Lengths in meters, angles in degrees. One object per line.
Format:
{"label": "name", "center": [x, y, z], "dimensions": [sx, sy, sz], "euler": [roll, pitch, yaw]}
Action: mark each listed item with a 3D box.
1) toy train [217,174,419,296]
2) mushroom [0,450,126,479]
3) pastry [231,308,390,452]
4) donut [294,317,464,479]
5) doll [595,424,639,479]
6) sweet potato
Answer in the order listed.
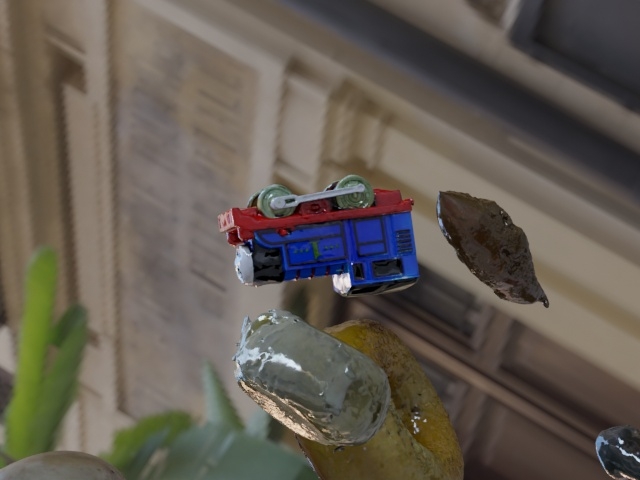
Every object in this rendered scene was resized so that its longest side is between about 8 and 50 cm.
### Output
{"label": "toy train", "center": [0.000, 0.000, 1.835], "dimensions": [0.083, 0.204, 0.131], "euler": [164, 99, -75]}
{"label": "mushroom", "center": [-0.353, 0.442, 2.293], "dimensions": [0.292, 0.290, 0.292], "euler": [-30, -30, -19]}
{"label": "pastry", "center": [-0.011, 0.132, 1.606], "dimensions": [0.088, 0.166, 0.166], "euler": [-60, -13, -15]}
{"label": "donut", "center": [0.064, 0.202, 1.851], "dimensions": [0.108, 0.277, 0.277], "euler": [-30, -8, 14]}
{"label": "doll", "center": [0.411, 0.409, 1.855], "dimensions": [0.378, 0.382, 0.252], "euler": [-45, 16, -12]}
{"label": "sweet potato", "center": [0.167, 0.013, 1.590], "dimensions": [0.206, 0.068, 0.060], "euler": [47, -150, -45]}
